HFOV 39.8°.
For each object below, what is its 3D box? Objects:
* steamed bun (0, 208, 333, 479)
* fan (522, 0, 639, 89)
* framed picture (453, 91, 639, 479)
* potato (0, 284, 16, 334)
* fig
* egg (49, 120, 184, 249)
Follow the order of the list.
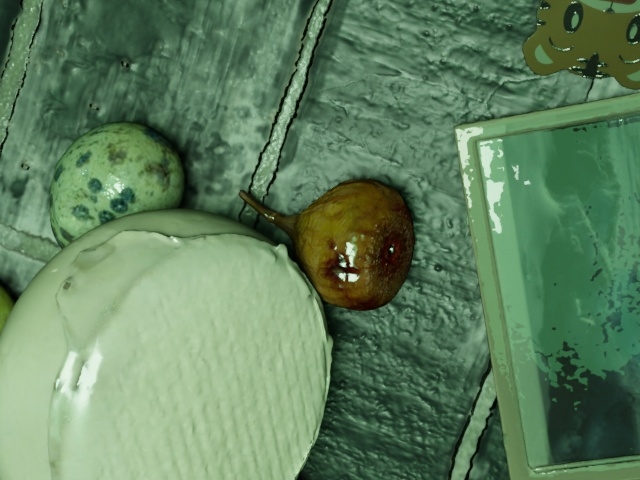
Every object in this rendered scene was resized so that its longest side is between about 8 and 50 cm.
[{"bbox_3d":[-0.177,0.148,0.929,0.241,0.375,0.374,9,103,44],"label":"steamed bun"},{"bbox_3d":[0.304,-0.263,0.910,0.153,0.008,0.226,13,128,7],"label":"fan"},{"bbox_3d":[0.343,0.060,0.996,0.326,0.028,0.445,-10,97,10],"label":"framed picture"},{"bbox_3d":[-0.476,0.135,1.066,0.229,0.148,0.197,-1,84,11],"label":"potato"},{"bbox_3d":[0.000,0.000,1.001,0.201,0.134,0.146,9,72,26],"label":"fig"},{"bbox_3d":[-0.236,-0.052,1.003,0.141,0.141,0.181,42,112,0],"label":"egg"}]
